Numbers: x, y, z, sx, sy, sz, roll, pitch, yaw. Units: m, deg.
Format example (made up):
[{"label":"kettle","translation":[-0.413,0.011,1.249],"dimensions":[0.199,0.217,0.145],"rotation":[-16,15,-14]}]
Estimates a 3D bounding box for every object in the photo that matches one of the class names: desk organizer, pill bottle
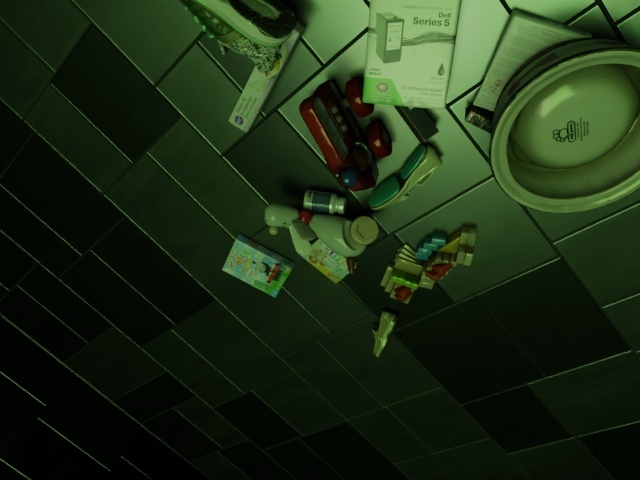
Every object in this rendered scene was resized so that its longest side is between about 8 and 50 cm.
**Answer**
[{"label":"desk organizer","translation":[0.244,-0.317,1.348],"dimensions":[0.047,0.050,0.130],"rotation":[-36,93,-1]},{"label":"pill bottle","translation":[0.014,-0.111,1.555],"dimensions":[0.120,0.067,0.067],"rotation":[9,126,12]}]

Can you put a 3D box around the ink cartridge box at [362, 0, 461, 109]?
[{"label":"ink cartridge box","translation":[0.209,-0.457,1.205],"dimensions":[0.199,0.114,0.272],"rotation":[8,120,11]}]

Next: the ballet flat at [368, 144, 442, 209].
[{"label":"ballet flat","translation":[0.239,-0.159,1.451],"dimensions":[0.086,0.086,0.248],"rotation":[38,125,-11]}]

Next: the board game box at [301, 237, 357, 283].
[{"label":"board game box","translation":[0.027,0.061,1.699],"dimensions":[0.154,0.026,0.103],"rotation":[39,126,-11]}]

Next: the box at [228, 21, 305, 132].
[{"label":"box","translation":[-0.146,-0.433,1.378],"dimensions":[0.063,0.067,0.324],"rotation":[33,128,-6]}]

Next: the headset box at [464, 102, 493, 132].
[{"label":"headset box","translation":[0.396,-0.307,1.301],"dimensions":[0.083,0.062,0.032],"rotation":[27,127,-2]}]

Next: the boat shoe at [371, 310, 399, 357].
[{"label":"boat shoe","translation":[0.211,0.319,1.809],"dimensions":[0.072,0.068,0.189],"rotation":[25,119,14]}]

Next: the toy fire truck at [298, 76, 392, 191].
[{"label":"toy fire truck","translation":[0.056,-0.252,1.325],"dimensions":[0.170,0.253,0.302],"rotation":[-17,118,27]}]

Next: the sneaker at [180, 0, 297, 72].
[{"label":"sneaker","translation":[-0.256,-0.540,1.265],"dimensions":[0.410,0.158,0.182],"rotation":[36,142,11]}]

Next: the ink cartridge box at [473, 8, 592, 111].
[{"label":"ink cartridge box","translation":[0.487,-0.398,1.222],"dimensions":[0.181,0.056,0.224],"rotation":[20,135,3]}]

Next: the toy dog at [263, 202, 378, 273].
[{"label":"toy dog","translation":[0.000,0.000,1.527],"dimensions":[0.334,0.160,0.220],"rotation":[7,165,13]}]

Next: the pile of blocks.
[{"label":"pile of blocks","translation":[0.311,0.077,1.568],"dimensions":[0.149,0.112,0.362],"rotation":[39,126,-12]}]

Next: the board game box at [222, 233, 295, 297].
[{"label":"board game box","translation":[-0.214,0.089,1.786],"dimensions":[0.212,0.039,0.160],"rotation":[28,128,-3]}]

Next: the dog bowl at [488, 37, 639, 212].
[{"label":"dog bowl","translation":[0.577,-0.263,1.178],"dimensions":[0.409,0.150,0.407],"rotation":[2,133,2]}]
